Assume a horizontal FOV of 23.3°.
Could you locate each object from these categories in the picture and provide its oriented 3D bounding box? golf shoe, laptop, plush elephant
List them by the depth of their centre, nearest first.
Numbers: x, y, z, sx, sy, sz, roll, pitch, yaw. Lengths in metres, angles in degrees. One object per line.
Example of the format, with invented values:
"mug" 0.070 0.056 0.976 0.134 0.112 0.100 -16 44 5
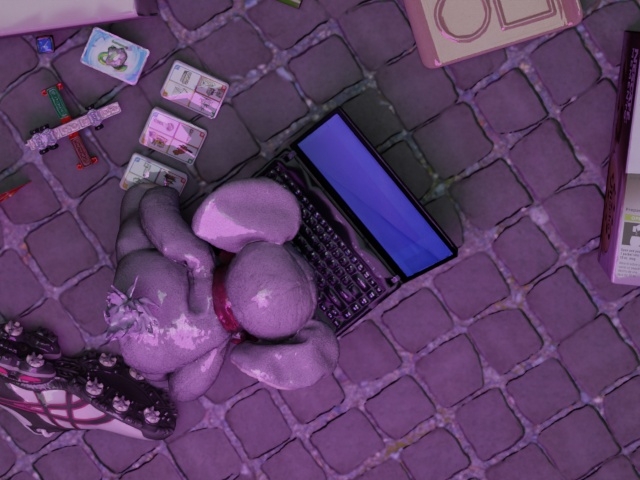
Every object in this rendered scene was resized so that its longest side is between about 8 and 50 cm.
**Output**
"plush elephant" -0.113 0.061 1.857 0.256 0.330 0.271 -6 95 1
"laptop" 0.000 0.000 1.927 0.264 0.136 0.234 -39 94 9
"golf shoe" -0.317 0.203 2.016 0.273 0.105 0.120 24 122 1

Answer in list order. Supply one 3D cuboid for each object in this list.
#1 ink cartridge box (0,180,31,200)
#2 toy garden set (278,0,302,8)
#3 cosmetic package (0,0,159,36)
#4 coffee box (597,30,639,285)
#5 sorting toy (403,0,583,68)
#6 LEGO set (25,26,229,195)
"ink cartridge box" -0.460 0.014 1.942 0.225 0.181 0.056 -31 96 7
"toy garden set" -0.076 -0.436 1.909 0.204 0.049 0.244 22 100 1
"cosmetic package" -0.367 -0.306 1.897 0.310 0.160 0.113 -8 97 4
"coffee box" 0.415 -0.101 1.864 0.119 0.168 0.297 6 100 3
"sorting toy" 0.200 -0.331 1.915 0.208 0.038 0.193 -16 97 11
"LEGO set" -0.264 -0.169 1.976 0.244 0.060 0.182 23 100 -11
